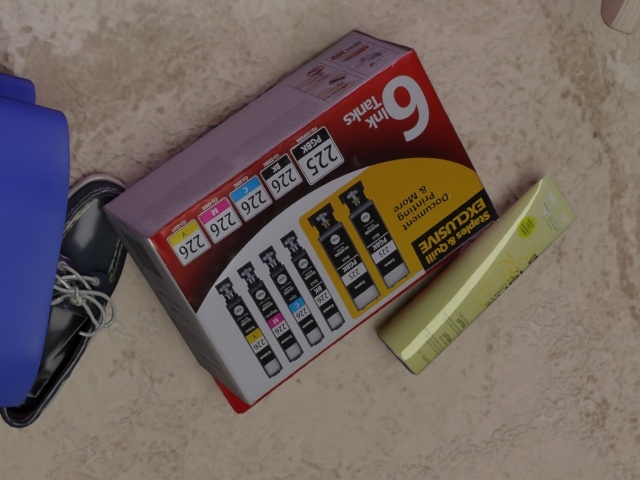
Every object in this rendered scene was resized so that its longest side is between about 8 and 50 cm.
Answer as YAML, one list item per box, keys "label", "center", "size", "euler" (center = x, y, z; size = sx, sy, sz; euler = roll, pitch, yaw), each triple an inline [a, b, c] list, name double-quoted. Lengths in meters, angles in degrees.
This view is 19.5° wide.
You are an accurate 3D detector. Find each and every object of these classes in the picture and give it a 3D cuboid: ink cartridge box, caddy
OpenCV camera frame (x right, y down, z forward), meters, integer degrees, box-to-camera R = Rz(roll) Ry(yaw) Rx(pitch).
- label: "ink cartridge box"
  center: [0.000, 0.000, 1.778]
  size: [0.309, 0.130, 0.272]
  euler: [-37, 117, -13]
- label: "caddy"
  center: [-0.345, -0.006, 1.632]
  size: [0.179, 0.241, 0.341]
  euler: [4, 106, -26]

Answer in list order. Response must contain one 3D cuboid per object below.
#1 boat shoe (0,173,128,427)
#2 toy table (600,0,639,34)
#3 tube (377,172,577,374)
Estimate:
- label: "boat shoe"
  center: [-0.247, 0.059, 1.771]
  size: [0.095, 0.079, 0.254]
  euler: [28, 97, -20]
- label: "toy table"
  center: [0.316, -0.336, 1.753]
  size: [0.274, 0.161, 0.252]
  euler: [4, 119, -18]
- label: "tube"
  center: [0.163, 0.036, 1.905]
  size: [0.240, 0.070, 0.062]
  euler: [-44, 92, -3]
